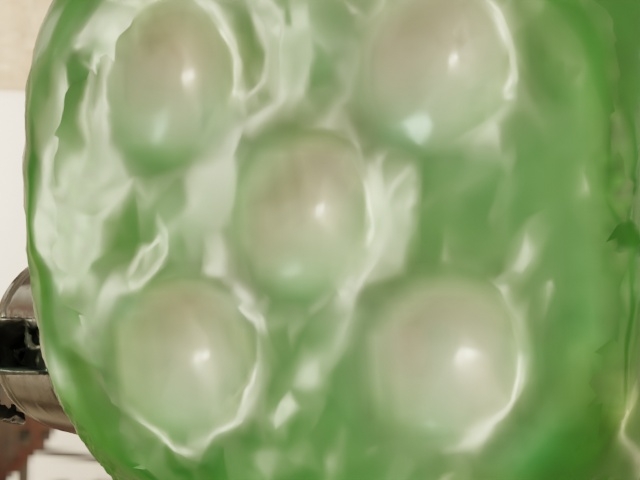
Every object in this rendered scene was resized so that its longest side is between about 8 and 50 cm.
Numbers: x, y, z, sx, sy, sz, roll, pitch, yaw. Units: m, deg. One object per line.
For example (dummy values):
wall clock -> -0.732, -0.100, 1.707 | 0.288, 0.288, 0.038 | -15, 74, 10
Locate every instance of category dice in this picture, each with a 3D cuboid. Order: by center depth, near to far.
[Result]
dice -> 0.046, -0.017, 0.839 | 0.300, 0.287, 0.297 | 1, 2, 22

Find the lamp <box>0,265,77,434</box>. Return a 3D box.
lamp -> -0.210, 0.107, 1.800 | 0.374, 0.205, 0.272 | 2, -1, -9
